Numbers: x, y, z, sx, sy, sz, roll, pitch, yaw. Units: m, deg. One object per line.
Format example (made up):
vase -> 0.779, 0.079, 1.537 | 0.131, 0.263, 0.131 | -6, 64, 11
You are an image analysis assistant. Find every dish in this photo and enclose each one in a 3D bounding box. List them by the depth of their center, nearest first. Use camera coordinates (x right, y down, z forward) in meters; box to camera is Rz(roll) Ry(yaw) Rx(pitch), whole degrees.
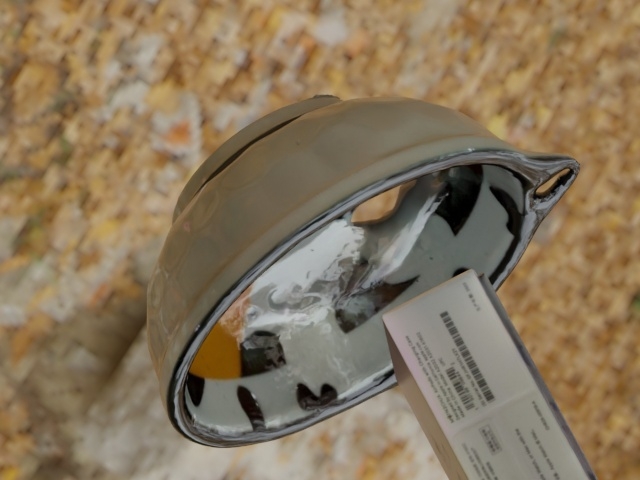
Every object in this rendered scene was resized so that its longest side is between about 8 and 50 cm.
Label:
dish -> 0.000, 0.000, 1.238 | 0.303, 0.120, 0.303 | -29, 154, -16

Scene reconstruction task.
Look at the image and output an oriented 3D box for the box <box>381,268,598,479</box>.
box -> 0.081, 0.093, 0.883 | 0.051, 0.130, 0.129 | -26, 163, -3
